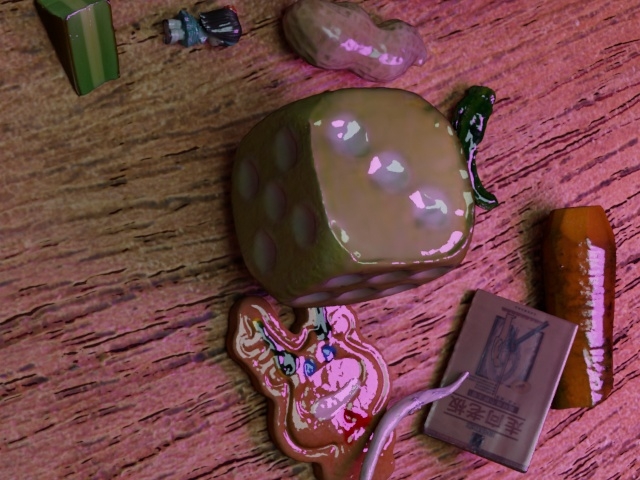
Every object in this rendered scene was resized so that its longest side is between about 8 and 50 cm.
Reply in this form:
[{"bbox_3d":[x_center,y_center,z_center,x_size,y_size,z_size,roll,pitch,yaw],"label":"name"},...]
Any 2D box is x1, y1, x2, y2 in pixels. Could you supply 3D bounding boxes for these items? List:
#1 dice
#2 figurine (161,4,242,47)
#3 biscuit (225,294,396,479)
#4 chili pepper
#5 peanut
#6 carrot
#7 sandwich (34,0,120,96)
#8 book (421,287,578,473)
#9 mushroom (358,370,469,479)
[{"bbox_3d":[0.037,-0.049,1.831,0.238,0.227,0.233,-3,73,-32],"label":"dice"},{"bbox_3d":[-0.153,-0.278,1.861,0.106,0.047,0.060,-7,56,-24],"label":"figurine"},{"bbox_3d":[0.005,0.194,1.937,0.202,0.047,0.333,-32,105,-28],"label":"biscuit"},{"bbox_3d":[0.221,-0.135,2.076,0.073,0.050,0.182,1,90,-38],"label":"chili pepper"},{"bbox_3d":[0.052,-0.273,1.958,0.228,0.086,0.104,13,63,-31],"label":"peanut"},{"bbox_3d":[0.386,0.099,2.132,0.114,0.114,0.301,-4,92,-31],"label":"carrot"},{"bbox_3d":[-0.302,-0.254,1.789,0.074,0.074,0.116,-30,136,-29],"label":"sandwich"},{"bbox_3d":[0.257,0.198,2.053,0.161,0.026,0.230,21,75,6],"label":"book"},{"bbox_3d":[0.105,0.271,1.957,0.306,0.043,0.068,-52,138,-28],"label":"mushroom"}]
